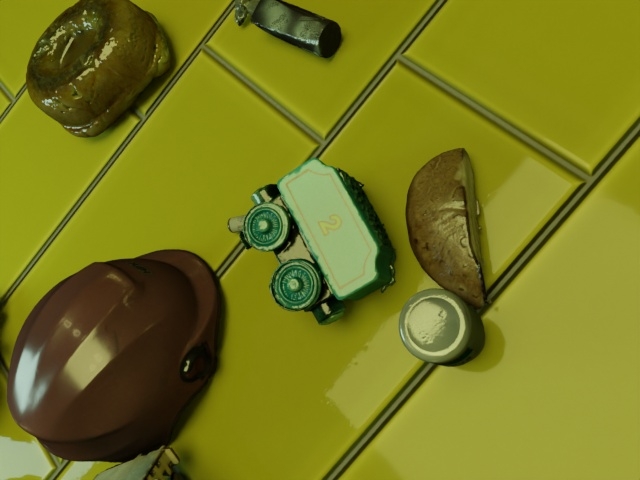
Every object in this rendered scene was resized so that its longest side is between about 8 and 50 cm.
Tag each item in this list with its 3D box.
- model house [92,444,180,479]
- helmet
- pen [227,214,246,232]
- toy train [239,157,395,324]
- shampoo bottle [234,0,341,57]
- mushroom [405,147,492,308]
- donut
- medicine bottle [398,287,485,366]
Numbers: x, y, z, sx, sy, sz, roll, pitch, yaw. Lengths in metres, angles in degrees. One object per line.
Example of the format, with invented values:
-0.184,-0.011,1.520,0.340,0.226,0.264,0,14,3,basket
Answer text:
-0.225,0.424,0.744,0.178,0.271,0.207,-25,102,13,model house
-0.309,0.153,0.848,0.270,0.197,0.339,26,89,31,helmet
-0.044,-0.041,0.869,0.204,0.025,0.025,-11,72,22,pen
0.000,0.000,0.777,0.163,0.112,0.203,-32,78,13,toy train
-0.061,-0.347,0.942,0.207,0.057,0.064,33,99,30,shampoo bottle
0.157,-0.018,0.741,0.094,0.072,0.210,-11,72,32,mushroom
-0.403,-0.321,1.058,0.261,0.128,0.209,-41,63,9,donut
0.145,0.104,0.679,0.080,0.130,0.080,-8,72,24,medicine bottle
